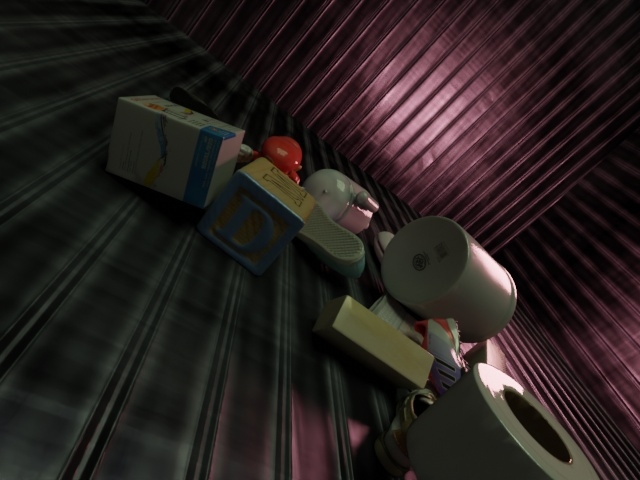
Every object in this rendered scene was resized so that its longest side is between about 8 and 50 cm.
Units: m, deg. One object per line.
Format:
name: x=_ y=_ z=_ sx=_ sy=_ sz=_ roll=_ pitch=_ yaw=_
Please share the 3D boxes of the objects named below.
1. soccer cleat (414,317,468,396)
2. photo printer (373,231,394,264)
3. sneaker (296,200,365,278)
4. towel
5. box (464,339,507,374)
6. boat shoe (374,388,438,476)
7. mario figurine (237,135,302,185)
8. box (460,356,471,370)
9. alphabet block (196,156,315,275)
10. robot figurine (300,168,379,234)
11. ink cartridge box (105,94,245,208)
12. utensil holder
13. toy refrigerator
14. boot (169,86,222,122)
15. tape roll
soccer cleat: x=0.308 y=0.324 z=1.068 sx=0.116 sy=0.108 sz=0.318 roll=1 pitch=34 yaw=8
photo printer: x=0.357 y=0.099 z=1.732 sx=0.307 sy=0.107 sz=0.256 roll=30 pitch=22 yaw=-27
sneaker: x=0.000 y=0.000 z=1.315 sx=0.366 sy=0.135 sz=0.150 roll=45 pitch=-22 yaw=38
towel: x=0.259 y=0.303 z=1.211 sx=0.317 sy=0.053 sz=0.332 roll=45 pitch=21 yaw=10
box: x=0.548 y=0.430 z=1.391 sx=0.094 sy=0.113 sz=0.275 roll=46 pitch=22 yaw=10
boat shoe: x=0.218 y=0.384 z=0.886 sx=0.113 sy=0.103 sz=0.302 roll=47 pitch=20 yaw=15
mario figurine: x=-0.153 y=-0.182 z=1.222 sx=0.320 sy=0.198 sz=0.170 roll=128 pitch=-45 yaw=-73
box: x=0.430 y=0.470 z=1.082 sx=0.216 sy=0.060 sz=0.270 roll=44 pitch=24 yaw=-18
alphabet block: x=-0.149 y=-0.066 z=1.028 sx=0.193 sy=0.192 sz=0.197 roll=41 pitch=21 yaw=-8
robot figurine: x=0.058 y=-0.135 z=1.510 sx=0.353 sy=0.300 sz=0.199 roll=22 pitch=69 yaw=-55
ink cartridge box: x=-0.322 y=-0.206 z=0.943 sx=0.233 sy=0.168 sz=0.171 roll=21 pitch=20 yaw=-1
utensil holder: x=0.430 y=0.137 z=1.409 sx=0.385 sy=0.327 sz=0.327 roll=33 pitch=20 yaw=-40
toy refrigerator: x=0.126 y=0.238 z=0.973 sx=0.269 sy=0.102 sz=0.094 roll=37 pitch=60 yaw=-13
boot: x=-0.421 y=-0.466 z=1.530 sx=0.246 sy=0.083 sz=0.161 roll=44 pitch=14 yaw=2
tape roll: x=0.285 y=0.345 z=0.669 sx=0.246 sy=0.169 sz=0.246 roll=34 pitch=18 yaw=-13
